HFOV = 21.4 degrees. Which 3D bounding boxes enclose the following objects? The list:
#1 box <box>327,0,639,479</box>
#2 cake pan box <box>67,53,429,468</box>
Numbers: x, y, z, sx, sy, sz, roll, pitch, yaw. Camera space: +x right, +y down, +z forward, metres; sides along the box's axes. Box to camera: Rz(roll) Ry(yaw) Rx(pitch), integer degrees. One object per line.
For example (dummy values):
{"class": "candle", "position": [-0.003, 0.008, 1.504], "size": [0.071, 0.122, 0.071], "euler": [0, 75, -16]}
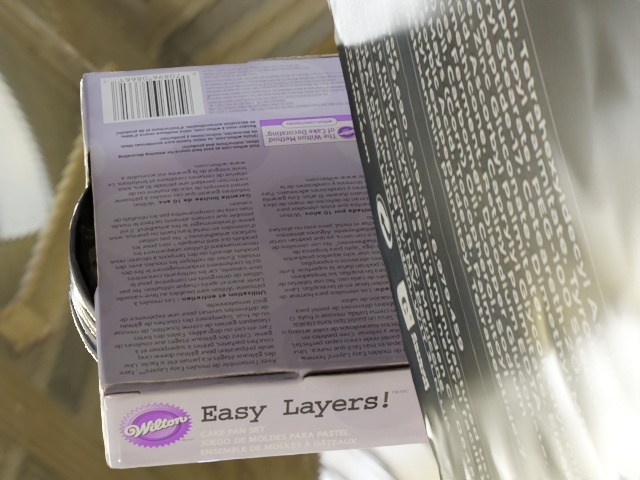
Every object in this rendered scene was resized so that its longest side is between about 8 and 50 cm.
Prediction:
{"class": "box", "position": [0.274, -0.093, 0.510], "size": [0.479, 0.297, 0.472], "euler": [-12, 169, -7]}
{"class": "cake pan box", "position": [0.000, 0.000, 0.893], "size": [0.266, 0.070, 0.246], "euler": [-5, -138, -8]}
